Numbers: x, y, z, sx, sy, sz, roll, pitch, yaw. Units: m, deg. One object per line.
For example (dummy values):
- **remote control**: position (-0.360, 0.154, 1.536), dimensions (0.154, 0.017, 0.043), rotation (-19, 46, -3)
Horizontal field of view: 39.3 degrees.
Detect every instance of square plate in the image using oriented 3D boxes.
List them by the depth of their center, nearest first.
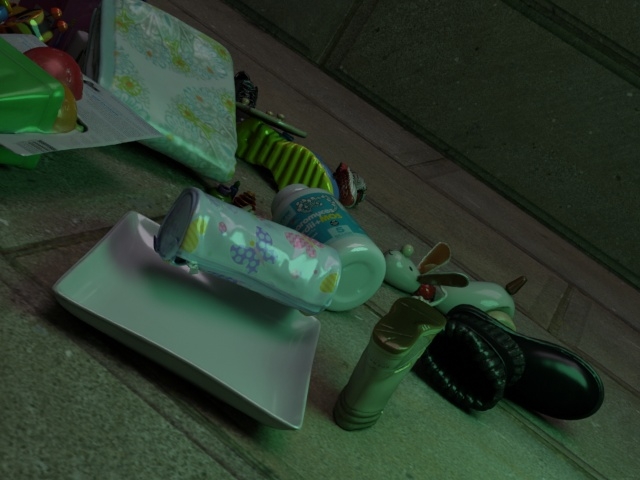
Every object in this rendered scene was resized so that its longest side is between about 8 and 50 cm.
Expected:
- **square plate**: position (-0.167, 0.106, 1.237), dimensions (0.347, 0.049, 0.344), rotation (31, 17, -6)

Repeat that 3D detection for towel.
- **towel**: position (-0.307, -0.315, 1.769), dimensions (0.320, 0.090, 0.374), rotation (25, 40, -31)

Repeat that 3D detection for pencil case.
- **pencil case**: position (-0.101, 0.020, 1.310), dimensions (0.273, 0.113, 0.124), rotation (23, 29, -29)

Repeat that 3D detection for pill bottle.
- **pill bottle**: position (0.000, 0.000, 1.639), dimensions (0.146, 0.146, 0.264), rotation (18, 22, -38)

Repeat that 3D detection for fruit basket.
- **fruit basket**: position (-0.466, -0.229, 1.413), dimensions (0.327, 0.165, 0.353), rotation (37, 18, 13)

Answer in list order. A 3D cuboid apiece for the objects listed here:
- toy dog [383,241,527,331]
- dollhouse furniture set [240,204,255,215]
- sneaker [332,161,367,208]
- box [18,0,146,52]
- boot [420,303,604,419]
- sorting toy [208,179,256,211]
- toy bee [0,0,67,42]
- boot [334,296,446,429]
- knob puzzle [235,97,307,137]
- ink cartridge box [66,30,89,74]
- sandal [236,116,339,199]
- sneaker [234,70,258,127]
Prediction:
- **toy dog**: position (0.299, 0.091, 1.879), dimensions (0.333, 0.161, 0.220), rotation (22, 20, -31)
- **dollhouse furniture set**: position (-0.081, 0.031, 1.453), dimensions (0.151, 0.123, 0.144), rotation (35, 18, 7)
- **sneaker**: position (0.077, -0.129, 2.203), dimensions (0.092, 0.088, 0.225), rotation (31, 18, -10)
- **box**: position (-0.523, -0.501, 1.957), dimensions (0.117, 0.213, 0.243), rotation (38, 18, 17)
- **boot**: position (0.344, 0.240, 1.603), dimensions (0.348, 0.131, 0.260), rotation (25, 9, 11)
- **sorting toy**: position (-0.168, -0.092, 1.765), dimensions (0.102, 0.042, 0.061), rotation (24, 20, -24)
- **toy bee**: position (-0.559, -0.386, 1.683), dimensions (0.298, 0.162, 0.195), rotation (57, -16, 35)
- **boot**: position (0.100, 0.178, 1.306), dimensions (0.077, 0.165, 0.213), rotation (32, 23, 16)
- **knob puzzle**: position (-0.109, -0.282, 2.051), dimensions (0.213, 0.030, 0.213), rotation (24, 2, -1)
- **ink cartridge box**: position (-0.428, -0.332, 1.869), dimensions (0.160, 0.093, 0.219), rotation (16, 24, -39)
- **sandal**: position (-0.059, -0.170, 2.037), dimensions (0.317, 0.126, 0.138), rotation (46, 18, 31)
- **sneaker**: position (-0.211, -0.354, 2.282), dimensions (0.101, 0.106, 0.267), rotation (26, 20, -25)
